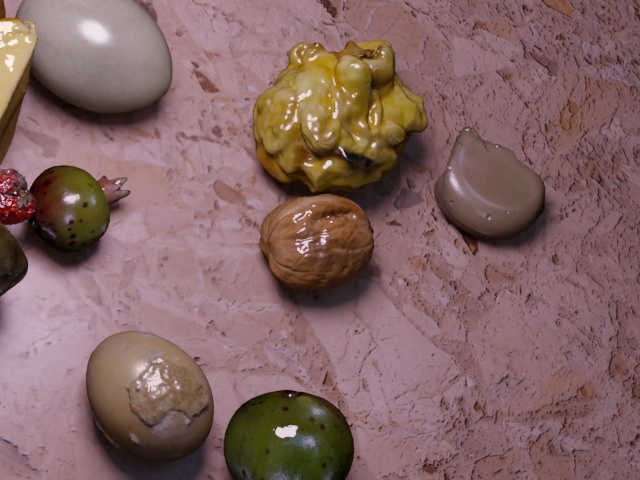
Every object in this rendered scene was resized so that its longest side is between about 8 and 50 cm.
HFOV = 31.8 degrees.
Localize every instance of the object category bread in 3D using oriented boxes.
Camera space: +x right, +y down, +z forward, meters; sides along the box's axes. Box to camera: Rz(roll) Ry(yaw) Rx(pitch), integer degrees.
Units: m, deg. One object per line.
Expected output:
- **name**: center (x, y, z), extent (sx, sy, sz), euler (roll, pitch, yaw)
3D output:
- **bread**: center (-0.535, -0.226, 1.562), extent (0.236, 0.263, 0.198), euler (23, 62, -11)

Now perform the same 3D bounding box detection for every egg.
- **egg**: center (-0.238, 0.215, 1.566), extent (0.201, 0.164, 0.164), euler (46, 62, 5)
- **egg**: center (-0.342, -0.292, 1.697), extent (0.253, 0.186, 0.186), euler (28, 64, -7)

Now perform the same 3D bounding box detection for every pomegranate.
- **pomegranate**: center (-0.360, -0.061, 1.643), extent (0.129, 0.129, 0.159), euler (31, 52, -8)
- **pomegranate**: center (-0.047, 0.326, 1.601), extent (0.187, 0.187, 0.225), euler (5, 97, -19)

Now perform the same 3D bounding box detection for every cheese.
- **cheese**: center (0.292, -0.085, 1.918), extent (0.202, 0.091, 0.175), euler (26, 64, -12)

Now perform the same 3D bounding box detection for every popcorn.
- **popcorn**: center (0.029, -0.202, 1.795), extent (0.286, 0.215, 0.252), euler (-15, 93, -28)

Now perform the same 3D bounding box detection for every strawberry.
- **strawberry**: center (-0.445, -0.057, 1.560), extent (0.083, 0.096, 0.083), euler (25, 60, -57)

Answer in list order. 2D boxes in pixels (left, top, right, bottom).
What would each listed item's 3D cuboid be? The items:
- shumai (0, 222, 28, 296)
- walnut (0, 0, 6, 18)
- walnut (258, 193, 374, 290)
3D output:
- **shumai**: center (-0.594, 0.050, 1.408), extent (0.324, 0.397, 0.323), euler (22, 78, 31)
- **walnut**: center (-0.547, -0.344, 1.638), extent (0.167, 0.207, 0.167), euler (-15, 120, -28)
- **walnut**: center (0.000, 0.000, 1.744), extent (0.184, 0.155, 0.155), euler (-9, 74, -25)
